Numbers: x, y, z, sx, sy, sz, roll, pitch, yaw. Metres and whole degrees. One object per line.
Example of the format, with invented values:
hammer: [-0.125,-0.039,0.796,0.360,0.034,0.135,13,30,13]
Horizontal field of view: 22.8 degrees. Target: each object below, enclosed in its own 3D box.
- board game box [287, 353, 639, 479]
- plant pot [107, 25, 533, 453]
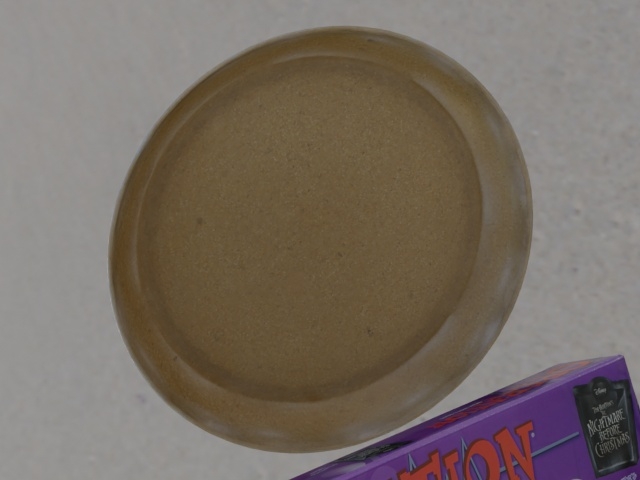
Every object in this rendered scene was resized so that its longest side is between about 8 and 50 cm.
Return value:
board game box: [0.035,0.189,0.640,0.056,0.347,0.208,-20,88,47]
plant pot: [0.000,0.000,0.848,0.032,0.236,0.236,43,117,64]
